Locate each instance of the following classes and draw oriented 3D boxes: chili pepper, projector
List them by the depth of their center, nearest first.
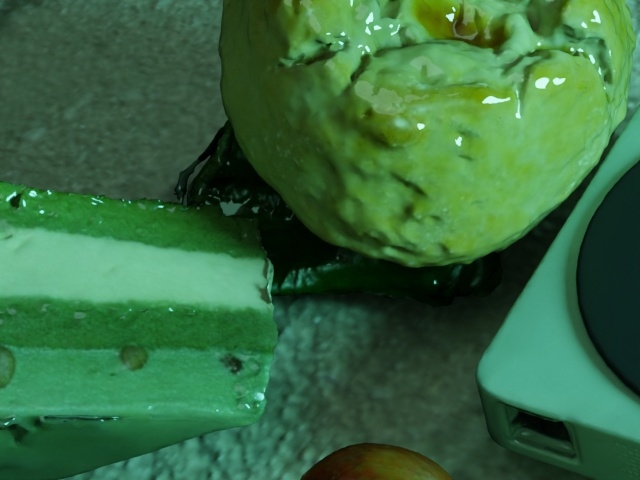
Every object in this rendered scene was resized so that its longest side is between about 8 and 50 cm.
[{"bbox_3d":[0.246,0.033,0.975,0.257,0.079,0.259,17,55,29],"label":"projector"},{"bbox_3d":[-0.001,-0.001,1.098,0.216,0.062,0.108,14,72,26],"label":"chili pepper"}]

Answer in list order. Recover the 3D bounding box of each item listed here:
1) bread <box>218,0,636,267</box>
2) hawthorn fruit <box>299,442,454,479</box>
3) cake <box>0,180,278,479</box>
[{"bbox_3d":[0.055,-0.113,1.035,0.244,0.134,0.244,3,64,-7],"label":"bread"},{"bbox_3d":[0.026,0.163,0.903,0.125,0.140,0.125,-32,19,12],"label":"hawthorn fruit"},{"bbox_3d":[-0.175,0.065,1.063,0.283,0.172,0.158,4,58,-12],"label":"cake"}]
